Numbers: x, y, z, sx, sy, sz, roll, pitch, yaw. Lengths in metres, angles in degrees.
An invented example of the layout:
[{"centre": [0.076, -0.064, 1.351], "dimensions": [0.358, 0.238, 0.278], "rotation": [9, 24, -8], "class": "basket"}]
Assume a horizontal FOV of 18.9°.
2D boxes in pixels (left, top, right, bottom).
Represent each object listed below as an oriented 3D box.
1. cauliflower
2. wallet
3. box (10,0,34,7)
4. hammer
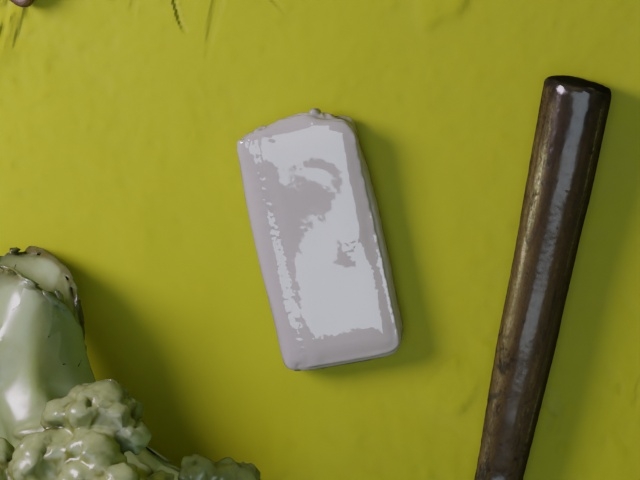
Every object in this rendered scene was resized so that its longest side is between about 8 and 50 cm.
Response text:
[{"centre": [-0.199, 0.168, 1.321], "dimensions": [0.327, 0.260, 0.281], "rotation": [-11, 106, -20], "class": "cauliflower"}, {"centre": [0.000, 0.000, 1.380], "dimensions": [0.095, 0.033, 0.190], "rotation": [-10, 101, 6], "class": "wallet"}, {"centre": [-0.241, -0.215, 1.363], "dimensions": [0.115, 0.025, 0.048], "rotation": [37, 98, -3], "class": "box"}, {"centre": [0.140, 0.100, 1.381], "dimensions": [0.168, 0.044, 0.440], "rotation": [10, 103, 5], "class": "hammer"}]
